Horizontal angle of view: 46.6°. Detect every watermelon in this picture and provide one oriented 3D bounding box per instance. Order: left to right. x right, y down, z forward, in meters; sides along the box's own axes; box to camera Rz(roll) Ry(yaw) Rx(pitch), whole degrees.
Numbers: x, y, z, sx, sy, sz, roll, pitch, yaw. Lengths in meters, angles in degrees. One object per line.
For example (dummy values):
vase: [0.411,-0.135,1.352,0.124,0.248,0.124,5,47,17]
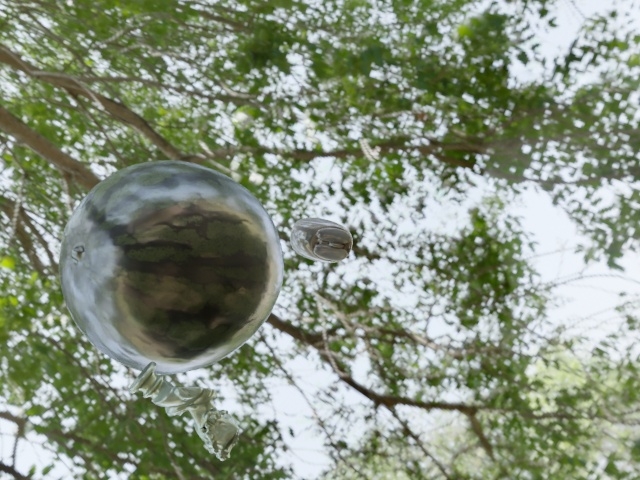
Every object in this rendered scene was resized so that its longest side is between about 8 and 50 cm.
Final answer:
watermelon: [-0.142,0.025,0.710,0.212,0.212,0.212,-30,-46,-35]

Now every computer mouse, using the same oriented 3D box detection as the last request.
computer mouse: [-0.001,0.000,1.127,0.039,0.096,0.065,-18,-59,-71]

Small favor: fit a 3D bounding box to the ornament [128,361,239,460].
ornament: [-0.105,0.130,0.592,0.041,0.092,0.068,-55,-17,-21]
